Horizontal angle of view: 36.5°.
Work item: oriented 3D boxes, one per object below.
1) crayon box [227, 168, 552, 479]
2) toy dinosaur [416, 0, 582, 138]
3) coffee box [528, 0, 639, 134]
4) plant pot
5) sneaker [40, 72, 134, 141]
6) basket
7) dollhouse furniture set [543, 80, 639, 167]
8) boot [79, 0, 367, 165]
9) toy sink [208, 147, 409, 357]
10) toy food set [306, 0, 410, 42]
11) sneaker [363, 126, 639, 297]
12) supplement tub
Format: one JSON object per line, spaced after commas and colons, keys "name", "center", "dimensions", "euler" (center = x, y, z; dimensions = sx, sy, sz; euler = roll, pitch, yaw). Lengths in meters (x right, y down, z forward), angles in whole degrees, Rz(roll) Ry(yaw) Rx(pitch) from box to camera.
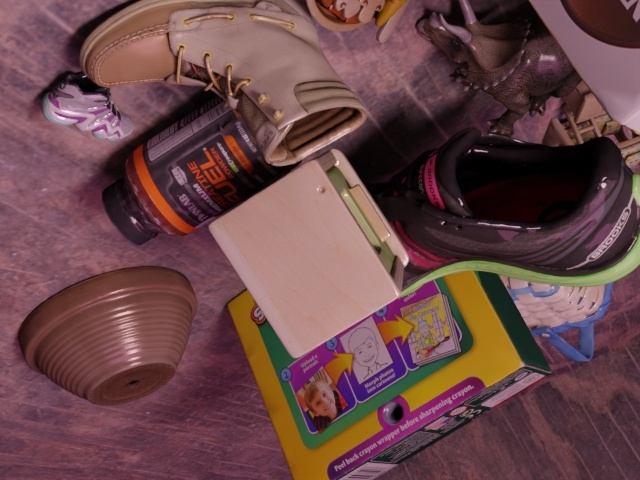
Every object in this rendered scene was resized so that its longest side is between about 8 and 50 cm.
{"name": "crayon box", "center": [0.076, 0.128, 1.318], "dimensions": [0.363, 0.313, 0.106], "euler": [-36, 150, 23]}
{"name": "toy dinosaur", "center": [0.253, -0.202, 1.073], "dimensions": [0.314, 0.121, 0.160], "euler": [-12, 166, -19]}
{"name": "coffee box", "center": [0.328, -0.281, 0.724], "dimensions": [0.334, 0.337, 0.338], "euler": [-40, 153, 29]}
{"name": "plant pot", "center": [-0.264, 0.143, 1.273], "dimensions": [0.237, 0.109, 0.237], "euler": [-20, 154, -10]}
{"name": "sneaker", "center": [-0.198, -0.128, 0.887], "dimensions": [0.069, 0.038, 0.098], "euler": [-40, 152, 30]}
{"name": "basket", "center": [0.344, 0.035, 1.449], "dimensions": [0.201, 0.254, 0.289], "euler": [-9, 158, 31]}
{"name": "dollhouse furniture set", "center": [0.422, -0.168, 1.315], "dimensions": [0.182, 0.101, 0.161], "euler": [-20, 155, -11]}
{"name": "boot", "center": [-0.082, -0.134, 0.830], "dimensions": [0.213, 0.165, 0.077], "euler": [-18, 153, -20]}
{"name": "toy sink", "center": [0.000, 0.000, 0.999], "dimensions": [0.131, 0.152, 0.234], "euler": [-32, -177, 9]}
{"name": "toy food set", "center": [0.041, -0.241, 0.843], "dimensions": [0.192, 0.038, 0.132], "euler": [10, 115, -51]}
{"name": "sneaker", "center": [0.130, -0.043, 1.122], "dimensions": [0.483, 0.185, 0.202], "euler": [-9, 140, 19]}
{"name": "supplement tub", "center": [-0.123, -0.073, 0.986], "dimensions": [0.198, 0.106, 0.106], "euler": [-32, 155, 12]}
